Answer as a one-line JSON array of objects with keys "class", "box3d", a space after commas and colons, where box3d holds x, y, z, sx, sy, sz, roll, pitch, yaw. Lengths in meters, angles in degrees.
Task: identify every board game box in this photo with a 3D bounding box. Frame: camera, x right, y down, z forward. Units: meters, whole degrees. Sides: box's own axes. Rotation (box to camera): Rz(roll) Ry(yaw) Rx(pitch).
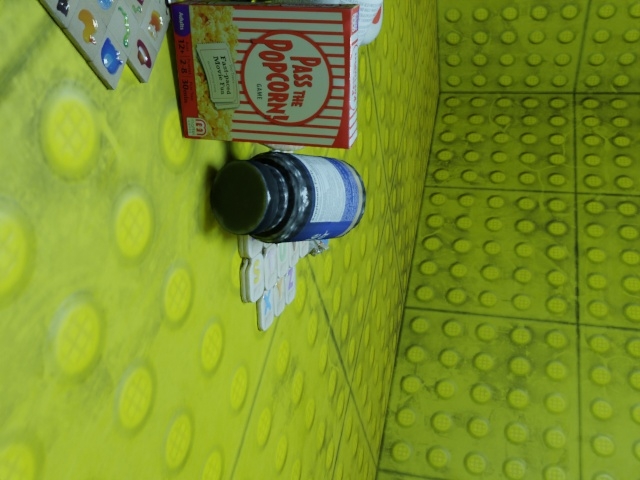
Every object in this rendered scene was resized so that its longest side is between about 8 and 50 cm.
[{"class": "board game box", "box3d": [-0.057, -0.180, 0.688, 0.045, 0.194, 0.146, -63, 155, -61]}]

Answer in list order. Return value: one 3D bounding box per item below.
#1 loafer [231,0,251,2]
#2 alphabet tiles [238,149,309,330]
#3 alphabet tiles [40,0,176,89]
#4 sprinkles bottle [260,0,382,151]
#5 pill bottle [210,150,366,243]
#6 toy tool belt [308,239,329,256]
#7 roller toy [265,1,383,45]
[{"class": "loafer", "box3d": [-0.084, -0.426, 0.723, 0.109, 0.095, 0.302, -69, 157, -47]}, {"class": "alphabet tiles", "box3d": [-0.068, -0.008, 1.031, 0.284, 0.021, 0.277, -43, 135, -67]}, {"class": "alphabet tiles", "box3d": [-0.190, -0.259, 0.552, 0.237, 0.009, 0.198, 64, 33, -61]}, {"class": "sprinkles bottle", "box3d": [0.003, -0.273, 0.742, 0.355, 0.121, 0.121, -59, -177, 37]}, {"class": "pill bottle", "box3d": [-0.041, -0.058, 0.864, 0.219, 0.123, 0.122, -5, 99, -56]}, {"class": "toy tool belt", "box3d": [0.000, 0.000, 1.215, 0.083, 0.051, 0.052, -54, 145, -62]}, {"class": "roller toy", "box3d": [-0.001, -0.377, 0.942, 0.209, 0.146, 0.191, -36, 118, -65]}]
